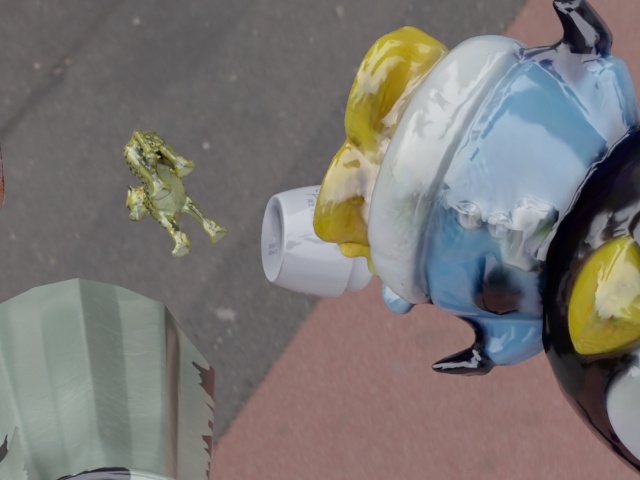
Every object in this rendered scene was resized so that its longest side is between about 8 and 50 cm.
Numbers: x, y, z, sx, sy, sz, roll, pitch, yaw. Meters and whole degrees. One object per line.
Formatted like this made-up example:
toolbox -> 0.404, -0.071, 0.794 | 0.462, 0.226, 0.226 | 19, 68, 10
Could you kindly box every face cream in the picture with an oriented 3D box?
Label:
face cream -> 0.000, 0.000, 1.494 | 0.104, 0.117, 0.117 | 3, 54, -19

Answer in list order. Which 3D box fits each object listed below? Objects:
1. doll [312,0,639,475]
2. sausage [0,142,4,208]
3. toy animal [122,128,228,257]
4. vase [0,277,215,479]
doll -> 0.146, 0.022, 0.526 | 0.314, 0.177, 0.141 | 25, 23, 21
sausage -> -0.200, -0.091, 0.772 | 0.053, 0.348, 0.053 | 4, 62, -7
toy animal -> -0.187, -0.069, 1.630 | 0.073, 0.181, 0.136 | -37, 51, -13
vase -> -0.111, 0.119, 0.704 | 0.165, 0.165, 0.360 | -28, 12, -7
